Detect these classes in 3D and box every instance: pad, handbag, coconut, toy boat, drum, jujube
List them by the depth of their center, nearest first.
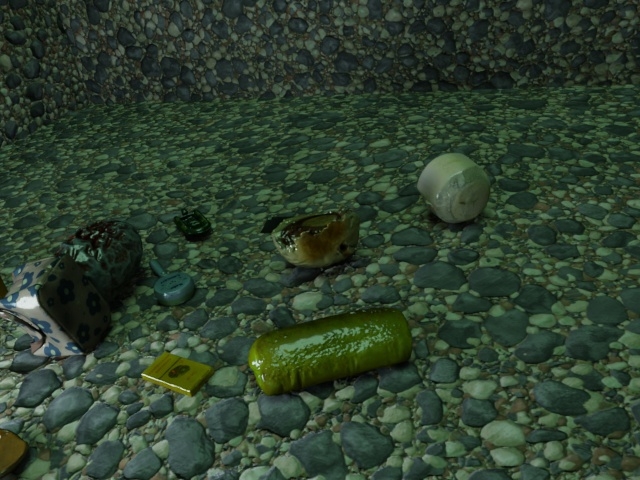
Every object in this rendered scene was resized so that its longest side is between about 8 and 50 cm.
[{"bbox_3d":[-0.699,0.178,1.429,0.193,0.251,0.190,-9,37,17],"label":"handbag"},{"bbox_3d":[-0.661,0.061,1.640,0.226,0.226,0.317,-3,29,9],"label":"jujube"},{"bbox_3d":[-0.446,0.109,1.667,0.130,0.049,0.253,-16,31,-12],"label":"drum"},{"bbox_3d":[0.421,-0.172,1.778,0.224,0.224,0.234,-21,34,-21],"label":"coconut"},{"bbox_3d":[-0.103,-0.056,1.906,0.193,0.004,0.116,0,32,13],"label":"pad"},{"bbox_3d":[-0.450,-0.060,1.952,0.104,0.052,0.210,-20,31,-23],"label":"toy boat"}]

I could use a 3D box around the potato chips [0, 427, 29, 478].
[{"bbox_3d":[-0.705,0.455,1.147,0.202,0.049,0.150,-1,27,16],"label":"potato chips"}]

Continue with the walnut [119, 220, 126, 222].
[{"bbox_3d":[-0.744,-0.043,1.999,0.121,0.052,0.091,-6,27,1],"label":"walnut"}]

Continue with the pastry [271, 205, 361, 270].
[{"bbox_3d":[-0.008,0.002,1.639,0.256,0.170,0.237,-21,12,-11],"label":"pastry"}]

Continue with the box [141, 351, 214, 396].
[{"bbox_3d":[-0.340,0.316,1.316,0.155,0.023,0.087,10,32,28],"label":"box"}]

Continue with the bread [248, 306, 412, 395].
[{"bbox_3d":[0.024,0.239,1.266,0.384,0.112,0.166,-12,30,-7],"label":"bread"}]

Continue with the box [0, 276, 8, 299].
[{"bbox_3d":[-1.107,0.166,1.530,0.116,0.264,0.415,5,31,20],"label":"box"}]
